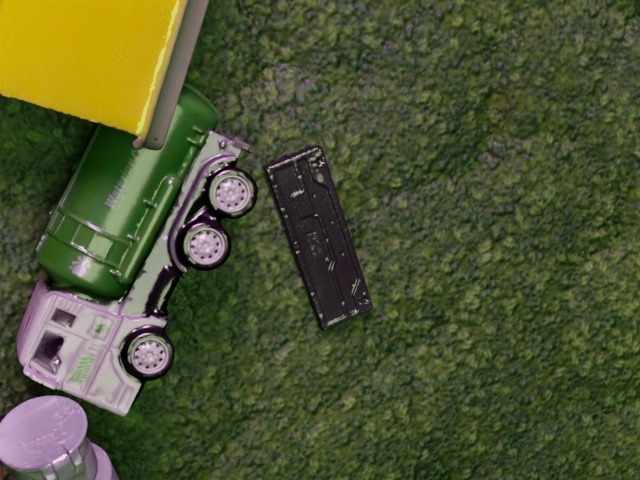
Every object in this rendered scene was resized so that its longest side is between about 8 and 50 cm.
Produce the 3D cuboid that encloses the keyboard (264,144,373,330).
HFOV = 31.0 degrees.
[{"bbox_3d":[0.000,0.000,0.951,0.053,0.010,0.155,-23,111,-12],"label":"keyboard"}]

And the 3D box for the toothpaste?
[{"bbox_3d":[-0.178,0.240,0.892,0.114,0.073,0.299,-21,134,-15],"label":"toothpaste"}]

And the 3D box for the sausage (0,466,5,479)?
[{"bbox_3d":[-0.363,0.194,0.822,0.271,0.109,0.109,-21,110,-11],"label":"sausage"}]

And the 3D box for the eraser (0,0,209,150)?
[{"bbox_3d":[-0.151,-0.189,0.775,0.158,0.069,0.226,18,93,10],"label":"eraser"}]

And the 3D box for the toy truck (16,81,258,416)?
[{"bbox_3d":[-0.140,-0.001,0.853,0.125,0.101,0.242,25,92,-19],"label":"toy truck"}]
